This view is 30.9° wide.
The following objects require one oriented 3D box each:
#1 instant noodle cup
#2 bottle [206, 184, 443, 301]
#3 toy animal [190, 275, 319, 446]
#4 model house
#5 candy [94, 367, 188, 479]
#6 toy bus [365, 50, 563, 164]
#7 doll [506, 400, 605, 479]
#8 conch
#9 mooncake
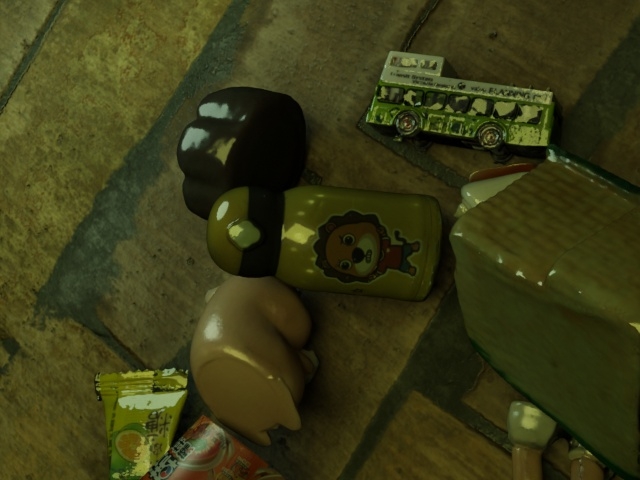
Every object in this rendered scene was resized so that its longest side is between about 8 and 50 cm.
[{"bbox_3d":[-0.169,0.410,1.828,0.250,0.250,0.192,33,77,24],"label":"instant noodle cup"},{"bbox_3d":[0.000,0.000,1.785,0.351,0.171,0.171,4,81,-9],"label":"bottle"},{"bbox_3d":[-0.096,0.165,1.863,0.213,0.256,0.195,39,127,-15],"label":"toy animal"},{"bbox_3d":[0.428,0.059,1.613,0.343,0.334,0.382,-34,45,-20],"label":"model house"},{"bbox_3d":[-0.309,0.370,1.978,0.187,0.081,0.297,-6,83,16],"label":"candy"},{"bbox_3d":[0.234,-0.208,1.844,0.302,0.113,0.139,12,85,21],"label":"toy bus"},{"bbox_3d":[0.343,0.434,1.657,0.348,0.161,0.423,-22,60,20],"label":"doll"},{"bbox_3d":[0.288,-0.080,1.805,0.176,0.104,0.094,-38,97,8],"label":"conch"},{"bbox_3d":[-0.129,-0.138,1.912,0.133,0.245,0.244,13,86,27],"label":"mooncake"}]
